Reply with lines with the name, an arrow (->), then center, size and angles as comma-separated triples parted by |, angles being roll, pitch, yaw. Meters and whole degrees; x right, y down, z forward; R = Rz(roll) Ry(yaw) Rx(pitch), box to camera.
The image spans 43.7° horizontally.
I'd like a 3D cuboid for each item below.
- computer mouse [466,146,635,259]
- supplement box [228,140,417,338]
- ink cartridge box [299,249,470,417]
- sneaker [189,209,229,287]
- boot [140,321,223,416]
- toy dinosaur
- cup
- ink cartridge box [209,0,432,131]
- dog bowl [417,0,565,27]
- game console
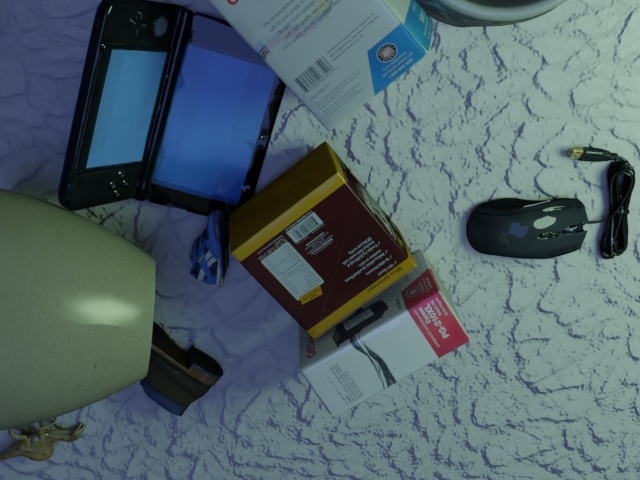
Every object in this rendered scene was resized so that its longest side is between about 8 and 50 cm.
computer mouse -> 0.362, -0.052, 1.223 | 0.262, 0.060, 0.184 | 2, 110, -3
supplement box -> 0.000, 0.000, 1.177 | 0.191, 0.129, 0.194 | -37, 116, 10
ink cartridge box -> 0.088, 0.138, 1.220 | 0.237, 0.172, 0.100 | -31, 108, 9
sneaker -> -0.171, 0.013, 1.212 | 0.059, 0.053, 0.144 | 12, 130, 3
boot -> -0.274, 0.197, 1.276 | 0.219, 0.082, 0.106 | 34, 102, -15
toy dinosaur -> -0.490, 0.334, 1.330 | 0.183, 0.053, 0.092 | -20, 111, 5
cup -> -0.352, 0.099, 1.095 | 0.237, 0.331, 0.331 | 4, 110, -14
ink cartridge box -> 0.008, -0.304, 1.044 | 0.171, 0.168, 0.232 | -35, 108, 26
dog bowl -> 0.240, -0.451, 1.054 | 0.349, 0.102, 0.348 | -1, 110, -2
game console -> -0.196, -0.165, 1.108 | 0.173, 0.250, 0.293 | 23, 109, 18
